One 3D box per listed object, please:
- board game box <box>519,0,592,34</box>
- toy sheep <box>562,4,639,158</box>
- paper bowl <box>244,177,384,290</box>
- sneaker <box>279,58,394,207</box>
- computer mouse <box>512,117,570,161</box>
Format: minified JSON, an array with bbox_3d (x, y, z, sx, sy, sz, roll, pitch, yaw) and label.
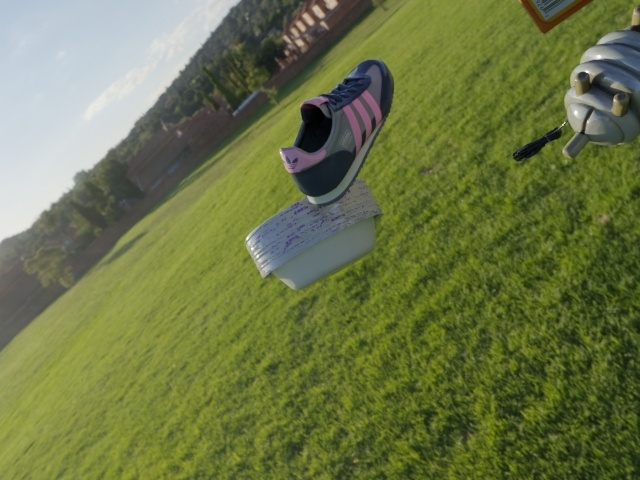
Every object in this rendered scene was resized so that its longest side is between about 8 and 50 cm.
[{"bbox_3d":[0.377,-0.590,0.672,0.356,0.356,0.356,-28,24,44],"label":"board game box"},{"bbox_3d":[0.236,-0.120,0.389,0.132,0.091,0.091,-46,20,11],"label":"toy sheep"},{"bbox_3d":[0.000,0.000,1.037,0.284,0.148,0.284,-28,-7,-4],"label":"paper bowl"},{"bbox_3d":[0.034,-0.219,0.850,0.112,0.131,0.318,-1,57,38],"label":"sneaker"},{"bbox_3d":[0.360,-0.160,0.709,0.071,0.041,0.242,-27,-7,-17],"label":"computer mouse"}]
